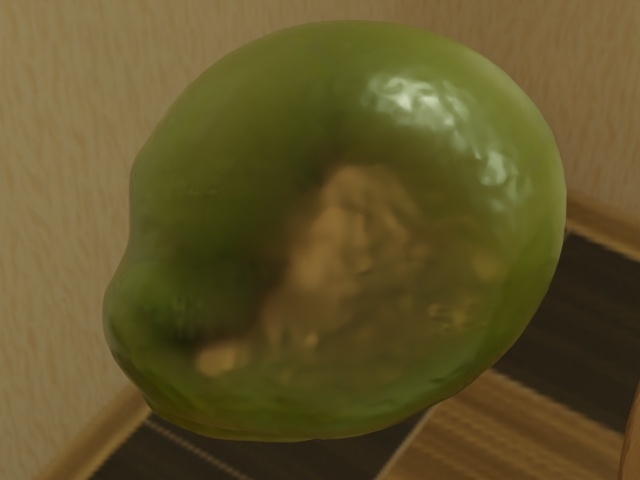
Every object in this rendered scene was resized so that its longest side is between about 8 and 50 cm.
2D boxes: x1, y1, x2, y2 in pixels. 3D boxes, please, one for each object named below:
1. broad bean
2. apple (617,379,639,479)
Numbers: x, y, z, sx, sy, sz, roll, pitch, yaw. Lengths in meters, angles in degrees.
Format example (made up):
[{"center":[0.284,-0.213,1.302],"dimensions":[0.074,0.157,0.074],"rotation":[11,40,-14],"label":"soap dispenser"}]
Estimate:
[{"center":[0.000,0.000,0.810],"dimensions":[0.291,0.238,0.119],"rotation":[-32,5,12],"label":"broad bean"},{"center":[0.284,0.127,0.774],"dimensions":[0.242,0.241,0.242],"rotation":[-4,49,5],"label":"apple"}]
